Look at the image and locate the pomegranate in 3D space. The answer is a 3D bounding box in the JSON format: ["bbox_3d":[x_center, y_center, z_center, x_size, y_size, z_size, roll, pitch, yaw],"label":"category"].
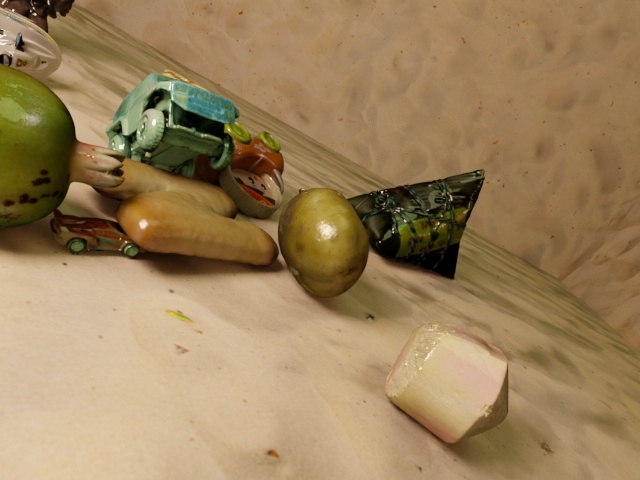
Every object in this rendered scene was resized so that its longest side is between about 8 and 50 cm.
[{"bbox_3d":[-0.336,-0.100,0.473,0.210,0.180,0.180,6,28,-24],"label":"pomegranate"}]

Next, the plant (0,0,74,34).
[{"bbox_3d":[-0.797,-0.695,1.136,0.194,0.321,0.181,16,38,-56],"label":"plant"}]

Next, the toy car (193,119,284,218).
[{"bbox_3d":[-0.166,-0.145,0.972,0.235,0.145,0.235,36,30,-25],"label":"toy car"}]

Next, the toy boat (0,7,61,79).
[{"bbox_3d":[-0.685,-0.412,0.843,0.269,0.140,0.141,20,21,-35],"label":"toy boat"}]

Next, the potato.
[{"bbox_3d":[0.000,-0.002,0.742,0.149,0.197,0.228,1,41,-19],"label":"potato"}]

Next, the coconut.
[{"bbox_3d":[0.179,0.193,0.567,0.153,0.147,0.147,31,18,15],"label":"coconut"}]

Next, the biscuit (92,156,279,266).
[{"bbox_3d":[-0.217,-0.049,0.683,0.237,0.062,0.291,41,16,32],"label":"biscuit"}]

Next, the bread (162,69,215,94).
[{"bbox_3d":[-0.341,-0.365,1.189,0.168,0.163,0.264,30,18,3],"label":"bread"}]

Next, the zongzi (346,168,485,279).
[{"bbox_3d":[0.290,-0.005,1.231,0.384,0.362,0.319,-13,30,-4],"label":"zongzi"}]

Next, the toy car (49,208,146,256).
[{"bbox_3d":[-0.286,-0.008,0.550,0.122,0.035,0.059,7,25,-46],"label":"toy car"}]

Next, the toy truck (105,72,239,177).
[{"bbox_3d":[-0.276,-0.199,0.752,0.155,0.156,0.279,8,-11,-43],"label":"toy truck"}]
